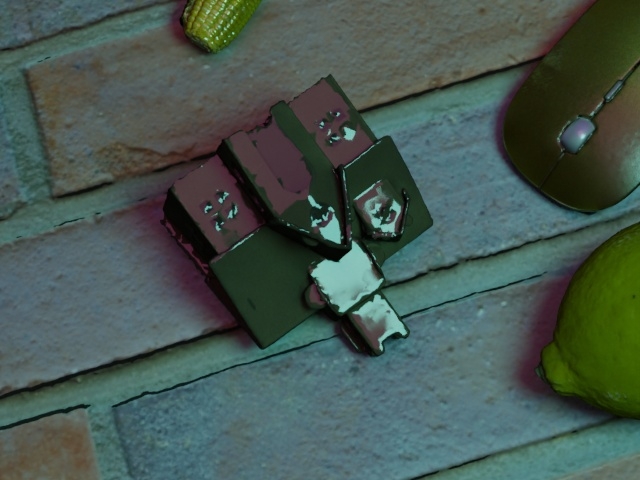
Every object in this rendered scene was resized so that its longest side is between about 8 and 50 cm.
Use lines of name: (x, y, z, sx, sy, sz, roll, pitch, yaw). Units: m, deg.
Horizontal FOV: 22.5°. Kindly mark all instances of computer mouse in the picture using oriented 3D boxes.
computer mouse: (0.317, -0.165, 1.594, 0.158, 0.072, 0.310, 41, 79, 19)

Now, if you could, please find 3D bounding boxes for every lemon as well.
lemon: (0.312, 0.072, 1.451, 0.248, 0.184, 0.184, -27, 70, -6)

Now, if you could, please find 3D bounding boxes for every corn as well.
corn: (-0.080, -0.285, 1.672, 0.072, 0.072, 0.203, 24, 75, 13)

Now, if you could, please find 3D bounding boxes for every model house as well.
model house: (0.000, 0.000, 1.507, 0.211, 0.204, 0.243, -36, 88, -8)
